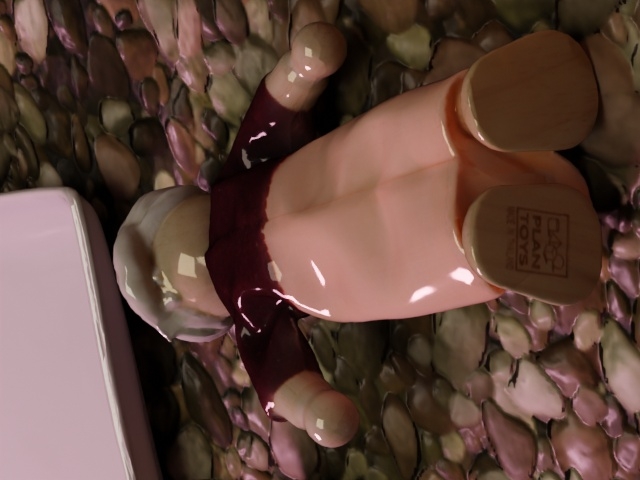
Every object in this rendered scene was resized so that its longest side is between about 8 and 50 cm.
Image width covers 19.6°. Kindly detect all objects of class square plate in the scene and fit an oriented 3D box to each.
[{"bbox_3d":[-0.209,0.130,1.284,0.347,0.049,0.344,-1,105,52],"label":"square plate"}]

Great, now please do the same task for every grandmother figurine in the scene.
[{"bbox_3d":[0.000,0.000,0.936,0.342,0.104,0.208,-10,69,55],"label":"grandmother figurine"}]

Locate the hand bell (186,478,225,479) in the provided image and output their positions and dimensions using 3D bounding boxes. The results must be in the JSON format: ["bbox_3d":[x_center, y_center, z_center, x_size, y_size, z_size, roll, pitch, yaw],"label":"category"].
[{"bbox_3d":[-0.068,0.272,1.061,0.126,0.126,0.242,31,114,40],"label":"hand bell"}]
